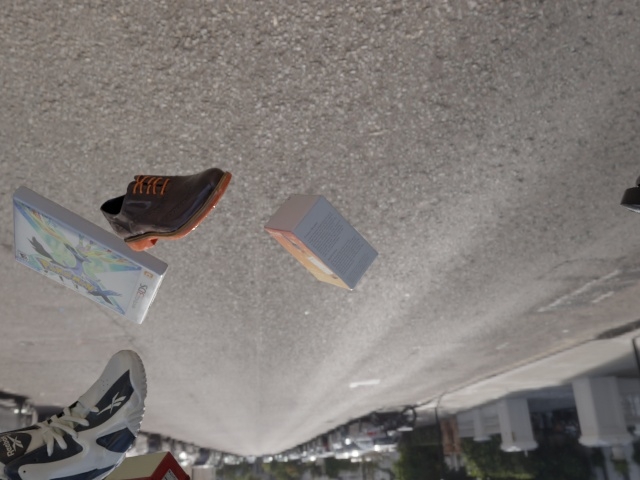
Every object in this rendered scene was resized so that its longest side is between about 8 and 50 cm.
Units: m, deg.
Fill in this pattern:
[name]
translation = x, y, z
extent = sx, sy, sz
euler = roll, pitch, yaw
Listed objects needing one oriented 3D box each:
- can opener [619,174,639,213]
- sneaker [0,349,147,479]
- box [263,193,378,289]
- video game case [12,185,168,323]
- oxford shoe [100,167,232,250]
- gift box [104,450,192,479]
[can opener]
translation = 0.469, -0.057, 0.711
extent = 0.059, 0.073, 0.186
euler = 24, 176, -29
[sneaker]
translation = -0.316, 0.232, 0.689
extent = 0.153, 0.235, 0.094
euler = 29, 175, -41
[box]
translation = 0.000, 0.000, 1.096
extent = 0.170, 0.091, 0.130
euler = 44, 165, -24
[video game case]
translation = -0.514, 0.048, 1.273
extent = 0.329, 0.036, 0.300
euler = 30, 143, -8
[oxford shoe]
translation = -0.247, -0.060, 0.895
extent = 0.271, 0.096, 0.098
euler = -22, 126, 36
[gift box]
translation = -0.450, 0.661, 1.330
extent = 0.258, 0.255, 0.276
euler = -19, -164, 31
